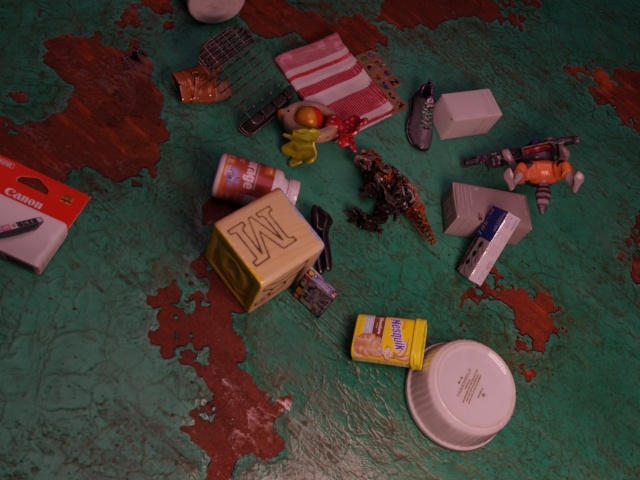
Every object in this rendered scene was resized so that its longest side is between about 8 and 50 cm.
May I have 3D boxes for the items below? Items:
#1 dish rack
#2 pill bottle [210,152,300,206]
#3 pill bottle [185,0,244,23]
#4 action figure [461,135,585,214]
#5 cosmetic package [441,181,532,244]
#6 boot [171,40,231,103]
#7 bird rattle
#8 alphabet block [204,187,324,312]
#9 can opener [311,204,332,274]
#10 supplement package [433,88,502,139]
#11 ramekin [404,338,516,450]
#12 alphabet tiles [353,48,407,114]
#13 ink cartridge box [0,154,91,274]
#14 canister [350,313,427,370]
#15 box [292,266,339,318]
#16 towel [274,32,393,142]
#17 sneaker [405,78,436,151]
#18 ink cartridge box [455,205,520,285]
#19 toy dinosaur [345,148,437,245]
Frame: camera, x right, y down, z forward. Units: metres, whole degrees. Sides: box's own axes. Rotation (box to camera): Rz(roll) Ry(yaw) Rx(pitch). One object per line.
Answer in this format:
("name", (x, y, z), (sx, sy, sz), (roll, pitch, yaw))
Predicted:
("dish rack", (-0.212, -0.455, 1.823), (0.271, 0.074, 0.208), (50, 58, -11))
("pill bottle", (-0.168, -0.142, 1.695), (0.216, 0.121, 0.121), (16, 61, -10))
("pill bottle", (-0.352, -0.828, 1.950), (0.176, 0.176, 0.319), (-12, 69, -23))
("action figure", (0.592, -0.191, 1.898), (0.341, 0.330, 0.179), (-9, 103, 18))
("cosmetic package", (0.477, -0.076, 1.878), (0.237, 0.107, 0.127), (6, 59, -12))
("boot", (-0.348, -0.474, 1.830), (0.152, 0.073, 0.197), (-13, 71, -27))
("bird rattle", (-0.007, -0.328, 1.824), (0.253, 0.143, 0.207), (-27, 61, -22))
("alphabet block", (-0.139, 0.026, 1.582), (0.197, 0.192, 0.193), (-32, 75, -29))
("can opener", (0.000, 0.000, 1.718), (0.073, 0.059, 0.186), (10, 69, -43))
("supplement package", (0.450, -0.394, 2.027), (0.179, 0.105, 0.105), (-11, 68, -23))
("ramekin", (0.353, 0.369, 1.599), (0.272, 0.127, 0.273), (7, 63, -14))
("alphabet tiles", (0.161, -0.484, 2.037), (0.198, 0.009, 0.237), (-29, 76, -28))
("ink cartridge box", (-0.721, -0.080, 1.526), (0.275, 0.060, 0.239), (25, 61, -4))
("canister", (0.168, 0.246, 1.597), (0.169, 0.073, 0.126), (4, 56, 15))
("box", (-0.014, 0.130, 1.597), (0.094, 0.137, 0.027), (43, 59, 7))
("towel", (0.043, -0.470, 1.969), (0.237, 0.037, 0.329), (-29, 76, -23))
("sneaker", (0.312, -0.383, 1.981), (0.083, 0.098, 0.224), (8, 62, -14))
("ink cartridge box", (0.451, 0.013, 1.765), (0.046, 0.097, 0.207), (28, 97, -16))
("toy dinosaur", (0.203, -0.123, 1.796), (0.322, 0.164, 0.218), (32, 40, 25))
